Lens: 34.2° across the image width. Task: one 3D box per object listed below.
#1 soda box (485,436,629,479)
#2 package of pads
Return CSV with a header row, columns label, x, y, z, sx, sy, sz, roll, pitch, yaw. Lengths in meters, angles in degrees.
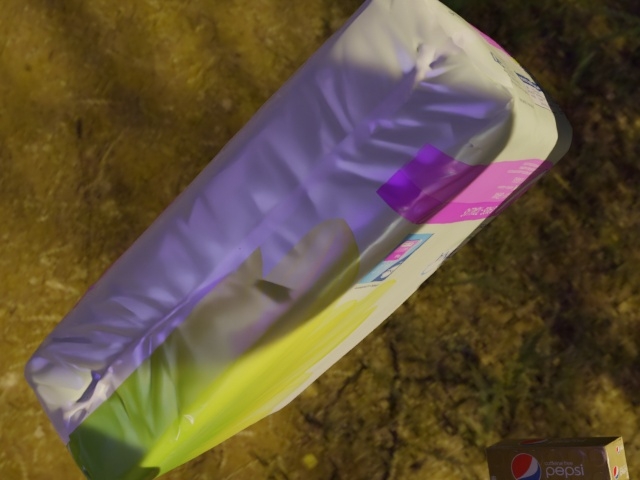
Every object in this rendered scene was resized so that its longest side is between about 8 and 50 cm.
label,x,y,z,sx,sy,sz,roll,pitch,yaw
soda box,0.319,0.303,1.412,0.058,0.181,0.061,-8,88,-52
package of pads,0.000,0.000,0.601,0.101,0.296,0.229,50,17,11
